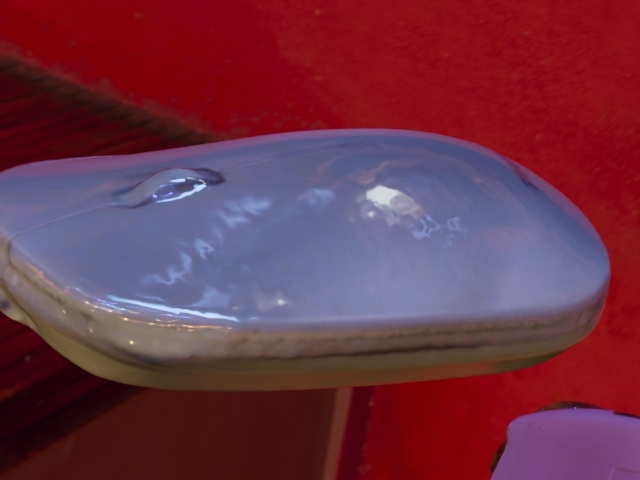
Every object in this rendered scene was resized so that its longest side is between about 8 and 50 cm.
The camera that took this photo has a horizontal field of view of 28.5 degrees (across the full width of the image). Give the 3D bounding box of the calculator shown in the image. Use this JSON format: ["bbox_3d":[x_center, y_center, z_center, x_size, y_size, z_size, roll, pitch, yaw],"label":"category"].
[{"bbox_3d":[0.228,0.238,1.118,0.043,0.194,0.294,35,163,-23],"label":"calculator"}]

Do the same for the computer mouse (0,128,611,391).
[{"bbox_3d":[0.001,-0.006,0.613,0.197,0.331,0.095,34,118,45],"label":"computer mouse"}]

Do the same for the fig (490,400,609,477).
[{"bbox_3d":[0.366,0.364,1.634,0.321,0.217,0.217,55,129,45],"label":"fig"}]
